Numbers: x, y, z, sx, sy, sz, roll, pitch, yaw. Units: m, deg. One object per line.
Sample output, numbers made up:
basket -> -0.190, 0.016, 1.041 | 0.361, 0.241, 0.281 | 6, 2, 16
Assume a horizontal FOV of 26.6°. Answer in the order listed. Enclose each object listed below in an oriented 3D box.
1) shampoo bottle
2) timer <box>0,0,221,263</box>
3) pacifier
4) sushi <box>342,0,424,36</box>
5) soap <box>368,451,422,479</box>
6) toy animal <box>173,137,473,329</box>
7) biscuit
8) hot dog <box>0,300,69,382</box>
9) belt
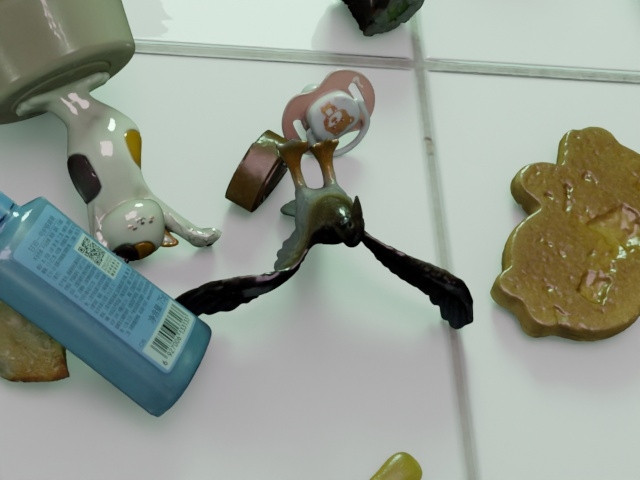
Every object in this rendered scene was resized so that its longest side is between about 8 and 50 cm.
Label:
shampoo bottle -> -0.210, 0.033, 1.113 | 0.258, 0.061, 0.104 | 40, 38, -14
timer -> -0.207, -0.090, 1.213 | 0.175, 0.175, 0.266 | -27, 87, -25
pacifier -> 0.004, -0.126, 1.316 | 0.099, 0.081, 0.078 | -34, 35, -5
sushi -> 0.067, -0.267, 1.387 | 0.098, 0.094, 0.084 | -27, 70, -25
soap -> 0.052, 0.213, 1.146 | 0.034, 0.012, 0.089 | 43, 61, 14
toy animal -> -0.003, -0.016, 1.177 | 0.272, 0.197, 0.160 | -8, 59, -12
biscuit -> 0.260, -0.001, 1.304 | 0.184, 0.035, 0.249 | 26, 59, 4
hot dog -> -0.279, 0.061, 1.136 | 0.169, 0.061, 0.078 | 43, 91, -9
belt -> -0.054, -0.066, 1.261 | 0.036, 0.059, 0.083 | 30, 57, 7
